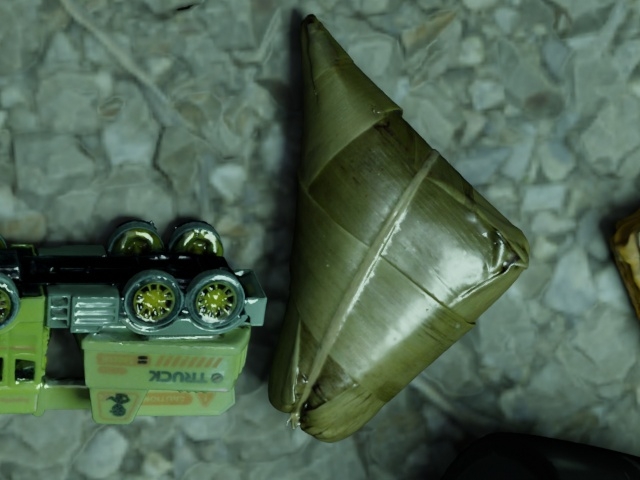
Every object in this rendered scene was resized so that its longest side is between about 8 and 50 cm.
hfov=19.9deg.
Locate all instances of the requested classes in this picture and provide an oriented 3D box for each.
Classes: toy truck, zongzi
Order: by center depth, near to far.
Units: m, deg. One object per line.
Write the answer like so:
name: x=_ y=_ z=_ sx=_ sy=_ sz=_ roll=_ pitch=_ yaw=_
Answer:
toy truck: x=-0.115 y=0.049 z=0.930 sx=0.169 sy=0.077 sz=0.100 roll=-1 pitch=113 yaw=-15
zongzi: x=0.000 y=0.000 z=0.948 sx=0.160 sy=0.078 sz=0.176 roll=-45 pitch=95 yaw=-2

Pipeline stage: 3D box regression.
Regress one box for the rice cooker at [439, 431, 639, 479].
rice cooker: x=0.156 y=0.237 z=0.932 sx=0.224 sy=0.267 sz=0.267 roll=22 pitch=94 yaw=-18

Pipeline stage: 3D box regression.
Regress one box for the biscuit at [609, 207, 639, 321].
biscuit: x=0.338 y=-0.050 z=1.018 sx=0.379 sy=0.054 sz=0.094 roll=-27 pitch=104 yaw=-7
